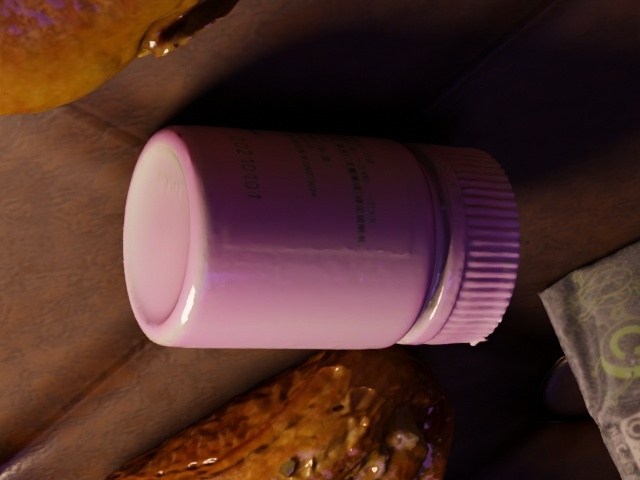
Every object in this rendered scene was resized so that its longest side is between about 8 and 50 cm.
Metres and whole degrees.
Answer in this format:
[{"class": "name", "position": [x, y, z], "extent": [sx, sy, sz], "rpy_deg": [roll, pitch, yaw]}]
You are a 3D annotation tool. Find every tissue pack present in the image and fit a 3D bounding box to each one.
[{"class": "tissue pack", "position": [0.435, 0.087, 1.713], "extent": [0.394, 0.288, 0.124], "rpy_deg": [-29, 146, 11]}]

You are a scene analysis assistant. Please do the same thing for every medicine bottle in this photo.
[{"class": "medicine bottle", "position": [0.000, 0.000, 1.509], "extent": [0.290, 0.178, 0.178], "rpy_deg": [1, 137, -26]}]

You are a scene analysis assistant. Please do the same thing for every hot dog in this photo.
[{"class": "hot dog", "position": [-0.050, 0.243, 1.781], "extent": [0.387, 0.174, 0.267], "rpy_deg": [-32, 141, 14]}]

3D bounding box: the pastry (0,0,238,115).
[{"class": "pastry", "position": [-0.193, -0.228, 1.165], "extent": [0.356, 0.164, 0.356], "rpy_deg": [-11, 144, -8]}]
